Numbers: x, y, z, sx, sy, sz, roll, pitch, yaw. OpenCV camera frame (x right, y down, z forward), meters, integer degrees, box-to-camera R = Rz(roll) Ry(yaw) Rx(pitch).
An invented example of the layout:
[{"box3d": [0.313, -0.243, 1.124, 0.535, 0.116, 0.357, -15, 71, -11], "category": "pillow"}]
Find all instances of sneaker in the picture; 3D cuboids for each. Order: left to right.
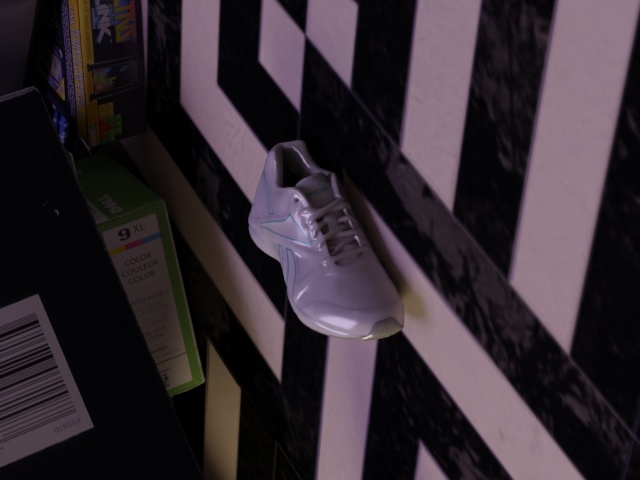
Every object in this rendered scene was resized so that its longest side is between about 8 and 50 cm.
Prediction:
[{"box3d": [0.000, 0.000, 1.105, 0.152, 0.054, 0.061, 50, 145, 46], "category": "sneaker"}]

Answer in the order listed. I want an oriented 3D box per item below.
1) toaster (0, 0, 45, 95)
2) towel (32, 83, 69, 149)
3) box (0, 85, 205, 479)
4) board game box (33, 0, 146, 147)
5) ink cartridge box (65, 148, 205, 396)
[{"box3d": [-0.265, -0.193, 1.396, 0.168, 0.110, 0.185, 63, 155, 22], "category": "toaster"}, {"box3d": [-0.276, -0.129, 1.691, 0.243, 0.040, 0.336, 63, 156, 26], "category": "towel"}, {"box3d": [-0.238, 0.106, 1.399, 0.343, 0.179, 0.312, 67, 159, 1], "category": "box"}, {"box3d": [-0.174, -0.174, 1.406, 0.141, 0.048, 0.170, 46, 145, 46], "category": "board game box"}, {"box3d": [-0.149, 0.005, 1.420, 0.109, 0.062, 0.209, 37, 144, 54], "category": "ink cartridge box"}]
